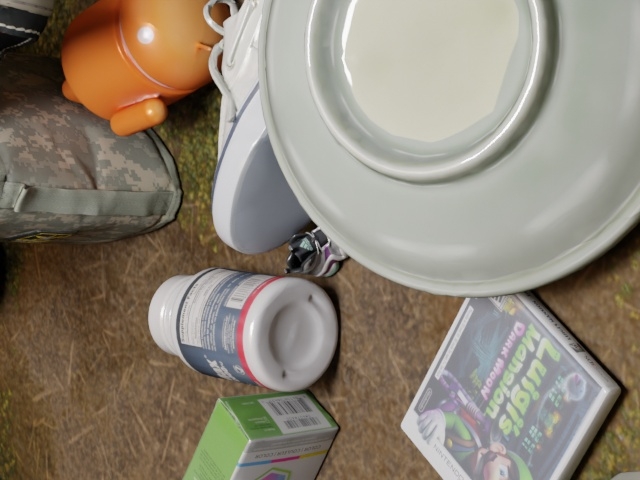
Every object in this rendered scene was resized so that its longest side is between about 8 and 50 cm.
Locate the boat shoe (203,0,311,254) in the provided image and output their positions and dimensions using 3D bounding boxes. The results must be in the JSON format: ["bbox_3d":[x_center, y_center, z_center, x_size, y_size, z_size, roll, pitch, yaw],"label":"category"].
[{"bbox_3d":[-0.040,-0.177,1.705,0.156,0.136,0.367,36,116,42],"label":"boat shoe"}]

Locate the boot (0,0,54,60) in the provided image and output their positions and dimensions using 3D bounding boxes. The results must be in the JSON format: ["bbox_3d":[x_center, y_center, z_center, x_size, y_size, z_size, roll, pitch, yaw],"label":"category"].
[{"bbox_3d":[-0.383,-0.096,1.758,0.377,0.138,0.284,-3,79,47],"label":"boot"}]

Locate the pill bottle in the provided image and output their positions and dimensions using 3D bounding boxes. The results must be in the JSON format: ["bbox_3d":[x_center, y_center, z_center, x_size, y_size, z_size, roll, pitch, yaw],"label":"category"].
[{"bbox_3d":[-0.079,0.080,1.788,0.180,0.108,0.108,7,98,50],"label":"pill bottle"}]

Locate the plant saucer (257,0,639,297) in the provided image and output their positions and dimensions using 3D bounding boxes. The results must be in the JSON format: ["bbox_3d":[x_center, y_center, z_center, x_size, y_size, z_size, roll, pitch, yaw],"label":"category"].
[{"bbox_3d":[0.101,-0.152,1.481,0.400,0.100,0.400,1,92,31],"label":"plant saucer"}]

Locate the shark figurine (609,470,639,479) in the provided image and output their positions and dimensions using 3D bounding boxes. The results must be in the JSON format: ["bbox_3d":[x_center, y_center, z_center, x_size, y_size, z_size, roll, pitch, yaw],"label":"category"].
[{"bbox_3d":[0.198,0.324,1.480,0.166,0.116,0.278,-11,82,51],"label":"shark figurine"}]

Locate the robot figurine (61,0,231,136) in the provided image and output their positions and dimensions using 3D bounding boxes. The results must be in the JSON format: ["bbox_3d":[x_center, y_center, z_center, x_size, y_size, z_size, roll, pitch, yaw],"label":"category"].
[{"bbox_3d":[-0.171,-0.195,1.863,0.219,0.158,0.128,-21,111,49],"label":"robot figurine"}]

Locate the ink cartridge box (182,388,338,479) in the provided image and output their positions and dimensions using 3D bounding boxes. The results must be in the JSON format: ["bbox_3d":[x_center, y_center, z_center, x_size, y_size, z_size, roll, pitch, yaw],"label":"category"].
[{"bbox_3d":[-0.075,0.242,1.793,0.062,0.109,0.209,49,127,37],"label":"ink cartridge box"}]

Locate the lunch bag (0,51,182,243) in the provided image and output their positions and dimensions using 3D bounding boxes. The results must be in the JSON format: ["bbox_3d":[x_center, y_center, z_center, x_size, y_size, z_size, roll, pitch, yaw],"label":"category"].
[{"bbox_3d":[-0.312,-0.084,1.951,0.287,0.235,0.169,36,114,43],"label":"lunch bag"}]

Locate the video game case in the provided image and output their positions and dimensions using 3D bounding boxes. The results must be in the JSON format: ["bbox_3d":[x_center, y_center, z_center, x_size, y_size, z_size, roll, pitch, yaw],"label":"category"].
[{"bbox_3d":[0.154,0.141,1.580,0.173,0.022,0.190,50,127,38],"label":"video game case"}]

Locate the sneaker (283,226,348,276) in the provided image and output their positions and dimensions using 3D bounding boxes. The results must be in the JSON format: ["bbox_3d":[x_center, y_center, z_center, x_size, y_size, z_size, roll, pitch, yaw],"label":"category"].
[{"bbox_3d":[0.000,0.000,1.719,0.038,0.069,0.098,56,131,31],"label":"sneaker"}]
